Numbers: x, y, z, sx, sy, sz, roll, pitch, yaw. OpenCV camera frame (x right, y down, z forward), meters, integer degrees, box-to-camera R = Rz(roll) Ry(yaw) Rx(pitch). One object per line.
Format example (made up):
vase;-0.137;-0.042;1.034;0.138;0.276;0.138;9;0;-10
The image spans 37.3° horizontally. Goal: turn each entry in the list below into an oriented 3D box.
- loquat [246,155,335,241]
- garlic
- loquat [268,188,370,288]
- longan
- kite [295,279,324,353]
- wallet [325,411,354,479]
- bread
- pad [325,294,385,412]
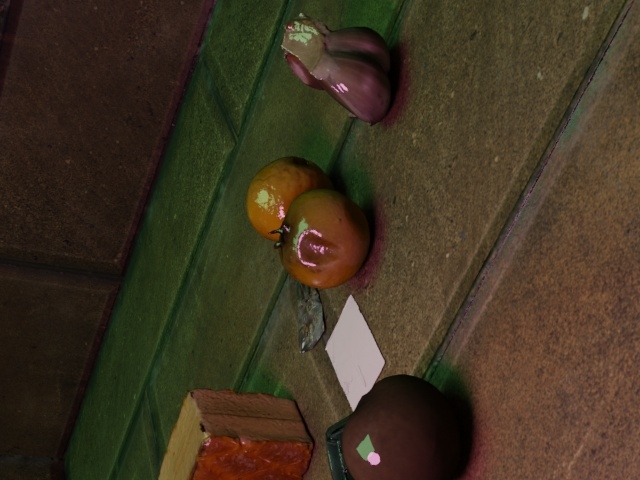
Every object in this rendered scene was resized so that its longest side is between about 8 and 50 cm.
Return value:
loquat;-0.065;-0.086;2.158;0.208;0.208;0.208;-35;49;56
garlic;0.043;-0.349;2.021;0.237;0.292;0.210;-8;62;38
loquat;0.002;-0.003;1.983;0.213;0.213;0.213;-35;49;56
longan;0.139;0.330;1.575;0.196;0.196;0.220;-57;0;40
kite;-0.031;0.140;2.216;0.141;0.015;0.245;-45;46;49
wallet;0.087;0.405;1.827;0.236;0.055;0.160;-43;50;51
bread;-0.195;0.498;2.129;0.207;0.279;0.279;54;131;55
pad;0.070;0.238;1.978;0.156;0.004;0.232;-66;28;26
